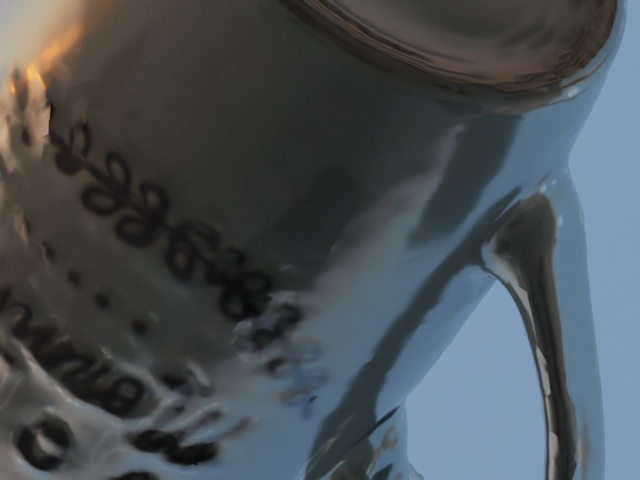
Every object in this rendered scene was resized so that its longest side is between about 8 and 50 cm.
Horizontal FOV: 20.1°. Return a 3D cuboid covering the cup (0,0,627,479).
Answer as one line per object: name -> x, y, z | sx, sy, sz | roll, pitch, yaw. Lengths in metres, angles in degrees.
cup -> 0.000, 0.000, 0.540 | 0.258, 0.186, 0.234 | 45, -44, 2
